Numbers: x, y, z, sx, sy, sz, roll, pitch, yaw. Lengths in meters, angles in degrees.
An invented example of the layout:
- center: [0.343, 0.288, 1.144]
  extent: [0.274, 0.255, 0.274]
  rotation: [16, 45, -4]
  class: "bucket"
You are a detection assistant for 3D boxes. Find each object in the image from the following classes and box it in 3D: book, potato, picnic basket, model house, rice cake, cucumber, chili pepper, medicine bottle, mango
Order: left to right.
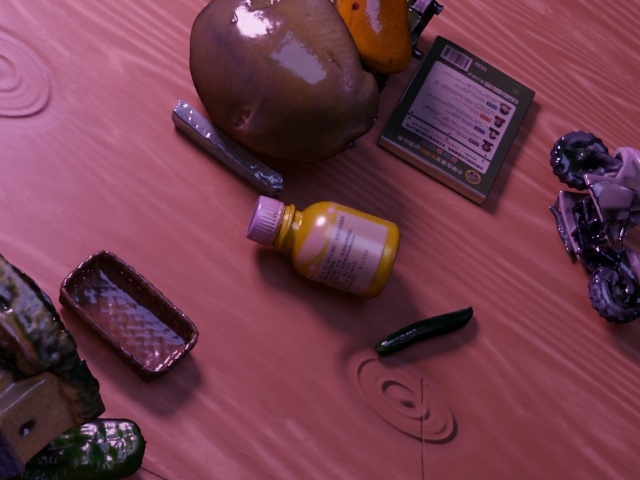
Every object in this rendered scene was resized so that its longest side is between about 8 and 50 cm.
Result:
- center: [-0.461, 0.158, 1.449]
  extent: [0.321, 0.261, 0.266]
  rotation: [25, 55, 38]
  class: "model house"
- center: [-0.348, 0.272, 1.586]
  extent: [0.253, 0.083, 0.099]
  rotation: [3, 61, -13]
  class: "chili pepper"
- center: [-0.266, 0.106, 1.718]
  extent: [0.193, 0.055, 0.110]
  rotation: [41, 56, 6]
  class: "picnic basket"
- center: [-0.141, -0.138, 1.904]
  extent: [0.211, 0.043, 0.034]
  rotation: [38, 67, 3]
  class: "rice cake"
- center: [-0.066, -0.261, 1.881]
  extent: [0.243, 0.221, 0.326]
  rotation: [-21, 73, -24]
  class: "potato"
- center: [0.000, 0.000, 1.833]
  extent: [0.213, 0.122, 0.121]
  rotation: [19, 58, -8]
  class: "medicine bottle"
- center: [0.083, -0.345, 1.946]
  extent: [0.115, 0.090, 0.178]
  rotation: [-2, 80, -20]
  class: "mango"
- center: [0.160, 0.133, 1.871]
  extent: [0.184, 0.036, 0.033]
  rotation: [-17, 62, -25]
  class: "cucumber"
- center: [0.232, -0.207, 2.086]
  extent: [0.202, 0.027, 0.264]
  rotation: [31, 56, -3]
  class: "book"

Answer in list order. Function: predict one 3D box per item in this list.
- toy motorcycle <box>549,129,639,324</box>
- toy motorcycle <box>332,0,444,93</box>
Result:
- center: [0.488, -0.028, 2.017]
  extent: [0.188, 0.143, 0.327]
  rotation: [-6, 72, -23]
  class: "toy motorcycle"
- center: [0.070, -0.353, 2.058]
  extent: [0.205, 0.127, 0.275]
  rotation: [37, 64, 3]
  class: "toy motorcycle"
